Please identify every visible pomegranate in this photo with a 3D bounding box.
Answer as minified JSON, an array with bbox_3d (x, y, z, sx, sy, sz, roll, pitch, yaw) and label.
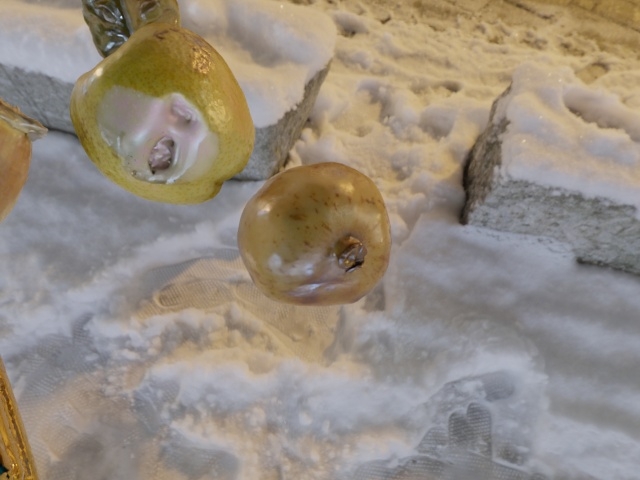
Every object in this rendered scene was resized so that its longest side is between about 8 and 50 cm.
[{"bbox_3d":[0.000,0.000,0.608,0.215,0.215,0.216,1,63,-2],"label":"pomegranate"}]

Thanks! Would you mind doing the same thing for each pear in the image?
[{"bbox_3d":[-0.153,-0.120,0.453,0.177,0.178,0.178,1,63,-2],"label":"pear"}]

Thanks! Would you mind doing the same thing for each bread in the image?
[{"bbox_3d":[-0.302,-0.384,0.688,0.151,0.268,0.130,2,51,-2],"label":"bread"}]

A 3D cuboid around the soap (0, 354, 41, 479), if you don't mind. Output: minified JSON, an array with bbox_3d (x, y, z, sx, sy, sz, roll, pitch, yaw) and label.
[{"bbox_3d":[-0.549,0.254,0.669,0.096,0.204,0.324,-27,61,-24],"label":"soap"}]

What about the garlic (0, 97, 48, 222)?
[{"bbox_3d":[-0.630,-0.129,0.699,0.286,0.249,0.313,49,67,-23],"label":"garlic"}]
